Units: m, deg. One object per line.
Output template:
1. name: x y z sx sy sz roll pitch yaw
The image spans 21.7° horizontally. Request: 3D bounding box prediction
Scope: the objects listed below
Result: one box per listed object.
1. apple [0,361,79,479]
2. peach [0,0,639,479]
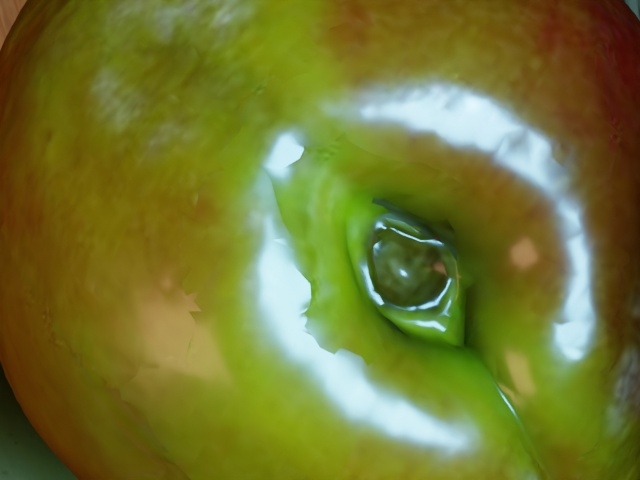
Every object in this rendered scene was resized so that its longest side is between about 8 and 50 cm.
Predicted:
1. apple: -0.235 0.231 1.106 0.357 0.357 0.357 31 136 36
2. peach: 0.000 0.000 0.694 0.307 0.308 0.332 68 161 -10
